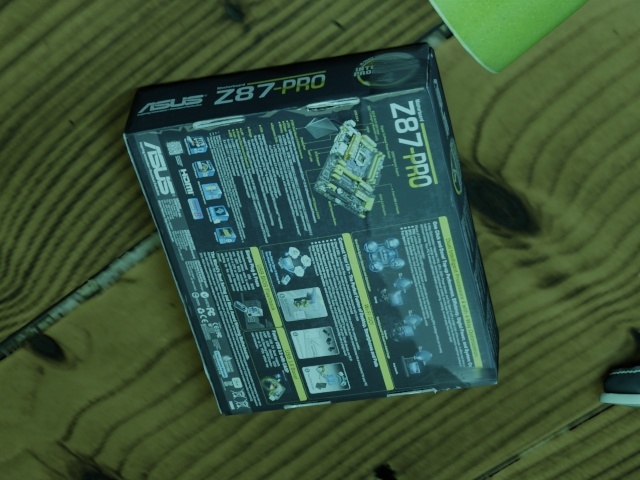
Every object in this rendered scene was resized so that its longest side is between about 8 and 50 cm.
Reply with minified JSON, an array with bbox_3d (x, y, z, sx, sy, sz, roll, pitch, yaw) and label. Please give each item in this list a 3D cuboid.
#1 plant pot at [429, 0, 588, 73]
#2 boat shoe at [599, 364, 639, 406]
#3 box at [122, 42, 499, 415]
[{"bbox_3d":[0.209,-0.338,1.726,0.294,0.274,0.275,-30,119,15],"label":"plant pot"},{"bbox_3d":[0.449,0.120,2.122,0.340,0.113,0.127,-10,170,44],"label":"boat shoe"},{"bbox_3d":[0.000,0.000,2.090,0.318,0.097,0.395,-8,126,13],"label":"box"}]
